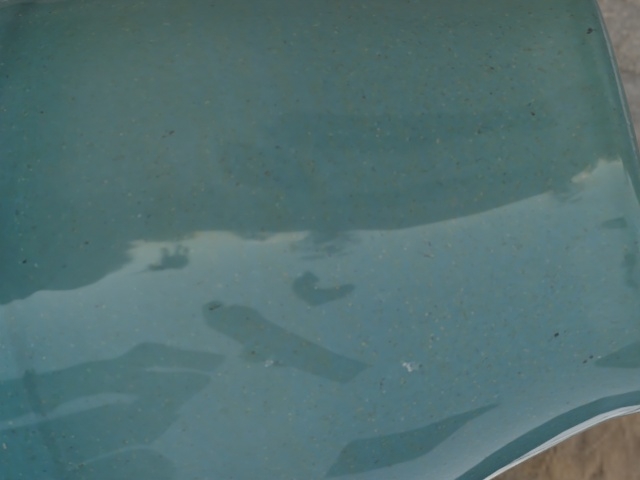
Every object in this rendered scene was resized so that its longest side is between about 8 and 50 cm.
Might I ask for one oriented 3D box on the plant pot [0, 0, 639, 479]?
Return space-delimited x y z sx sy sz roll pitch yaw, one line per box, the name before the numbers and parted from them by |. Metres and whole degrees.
plant pot | 0.000 0.000 0.458 0.255 0.272 0.271 -13 162 10
